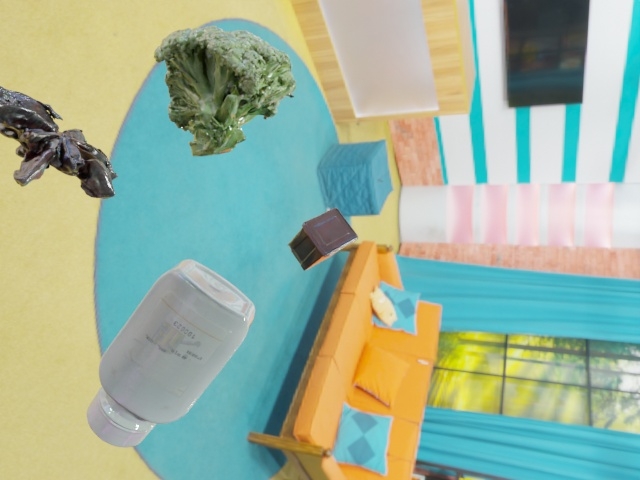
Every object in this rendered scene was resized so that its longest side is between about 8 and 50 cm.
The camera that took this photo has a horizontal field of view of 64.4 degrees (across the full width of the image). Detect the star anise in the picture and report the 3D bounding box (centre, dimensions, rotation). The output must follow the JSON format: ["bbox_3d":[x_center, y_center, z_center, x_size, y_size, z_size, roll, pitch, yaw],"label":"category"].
[{"bbox_3d":[-0.509,-0.175,0.968,0.129,0.212,0.283,-53,151,7],"label":"star anise"}]

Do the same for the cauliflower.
[{"bbox_3d":[-0.185,-0.271,0.979,0.275,0.273,0.250,80,15,-77],"label":"cauliflower"}]

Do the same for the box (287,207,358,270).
[{"bbox_3d":[0.000,0.000,0.747,0.085,0.063,0.060,-29,82,-48],"label":"box"}]

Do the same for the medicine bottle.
[{"bbox_3d":[-0.243,0.184,0.802,0.296,0.161,0.111,-53,-175,10],"label":"medicine bottle"}]
